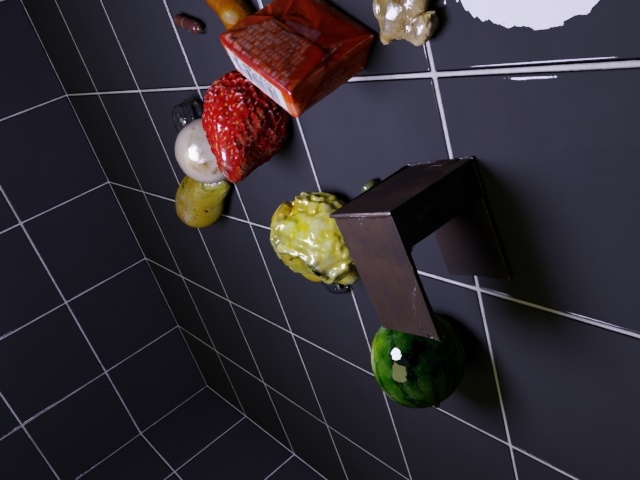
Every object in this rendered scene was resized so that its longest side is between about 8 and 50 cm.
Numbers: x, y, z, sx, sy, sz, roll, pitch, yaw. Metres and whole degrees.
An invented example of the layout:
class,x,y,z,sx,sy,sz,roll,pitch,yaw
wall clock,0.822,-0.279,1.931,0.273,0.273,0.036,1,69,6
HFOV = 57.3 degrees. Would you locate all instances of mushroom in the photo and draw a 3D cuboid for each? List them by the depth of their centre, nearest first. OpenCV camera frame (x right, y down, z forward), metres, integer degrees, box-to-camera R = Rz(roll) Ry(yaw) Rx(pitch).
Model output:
class,x,y,z,sx,sy,sz,roll,pitch,yaw
mushroom,-0.356,-0.291,1.866,0.215,0.207,0.207,-112,2,-68

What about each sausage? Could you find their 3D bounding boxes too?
class,x,y,z,sx,sy,sz,roll,pitch,yaw
sausage,-0.247,-0.602,1.481,0.302,0.076,0.103,50,158,16

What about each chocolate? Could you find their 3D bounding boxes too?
class,x,y,z,sx,sy,sz,roll,pitch,yaw
chocolate,-0.046,-0.396,1.231,0.237,0.235,0.108,41,161,24

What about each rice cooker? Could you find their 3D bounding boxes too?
class,x,y,z,sx,sy,sz,roll,pitch,yaw
rice cooker,-0.431,-0.395,1.931,0.165,0.106,0.112,-31,80,58

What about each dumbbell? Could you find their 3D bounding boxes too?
class,x,y,z,sx,sy,sz,roll,pitch,yaw
dumbbell,0.149,-0.094,1.410,0.118,0.046,0.052,50,156,14

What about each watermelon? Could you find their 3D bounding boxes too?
class,x,y,z,sx,sy,sz,roll,pitch,yaw
watermelon,0.241,0.292,1.456,0.242,0.242,0.242,37,146,31

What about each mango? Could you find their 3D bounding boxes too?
class,x,y,z,sx,sy,sz,roll,pitch,yaw
mango,-0.432,-0.160,2.120,0.176,0.175,0.329,13,153,-13

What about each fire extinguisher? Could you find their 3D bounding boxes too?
class,x,y,z,sx,sy,sz,roll,pitch,yaw
fire extinguisher,-0.375,-0.622,1.694,0.132,0.039,0.056,33,176,36

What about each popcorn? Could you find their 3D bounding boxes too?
class,x,y,z,sx,sy,sz,roll,pitch,yaw
popcorn,0.000,0.000,1.566,0.286,0.215,0.252,24,132,39

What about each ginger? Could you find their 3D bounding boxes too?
class,x,y,z,sx,sy,sz,roll,pitch,yaw
ginger,0.151,-0.440,1.048,0.133,0.059,0.214,28,142,34

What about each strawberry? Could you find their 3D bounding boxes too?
class,x,y,z,sx,sy,sz,roll,pitch,yaw
strawberry,-0.222,-0.304,1.573,0.261,0.257,0.261,40,156,23

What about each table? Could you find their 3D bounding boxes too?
class,x,y,z,sx,sy,sz,roll,pitch,yaw
table,0.213,0.012,1.209,0.196,0.250,0.282,1,120,56

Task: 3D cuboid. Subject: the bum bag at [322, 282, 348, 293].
class,x,y,z,sx,sy,sz,roll,pitch,yaw
bum bag,-0.008,0.062,1.792,0.248,0.060,0.123,60,152,-9
